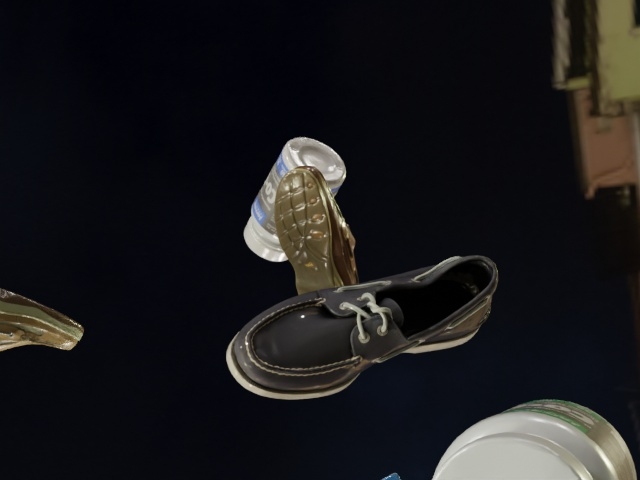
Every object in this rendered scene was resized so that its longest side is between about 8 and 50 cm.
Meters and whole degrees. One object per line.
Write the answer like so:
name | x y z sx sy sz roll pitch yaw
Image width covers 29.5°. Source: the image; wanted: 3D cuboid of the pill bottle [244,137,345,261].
pill bottle | -0.033 -0.044 1.394 0.078 0.137 0.078 19 -142 -16

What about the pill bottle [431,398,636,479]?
pill bottle | 0.231 0.282 1.311 0.361 0.204 0.204 13 -100 -72

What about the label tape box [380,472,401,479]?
label tape box | 0.038 0.403 1.338 0.333 0.106 0.241 -21 -111 -32

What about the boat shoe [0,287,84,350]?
boat shoe | -0.318 0.082 1.176 0.190 0.068 0.072 27 -103 -39

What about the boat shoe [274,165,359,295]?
boat shoe | 0.000 0.000 1.230 0.060 0.064 0.178 -47 -49 -47

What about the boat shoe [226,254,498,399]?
boat shoe | 0.033 0.049 0.823 0.206 0.065 0.075 -12 -119 -30
